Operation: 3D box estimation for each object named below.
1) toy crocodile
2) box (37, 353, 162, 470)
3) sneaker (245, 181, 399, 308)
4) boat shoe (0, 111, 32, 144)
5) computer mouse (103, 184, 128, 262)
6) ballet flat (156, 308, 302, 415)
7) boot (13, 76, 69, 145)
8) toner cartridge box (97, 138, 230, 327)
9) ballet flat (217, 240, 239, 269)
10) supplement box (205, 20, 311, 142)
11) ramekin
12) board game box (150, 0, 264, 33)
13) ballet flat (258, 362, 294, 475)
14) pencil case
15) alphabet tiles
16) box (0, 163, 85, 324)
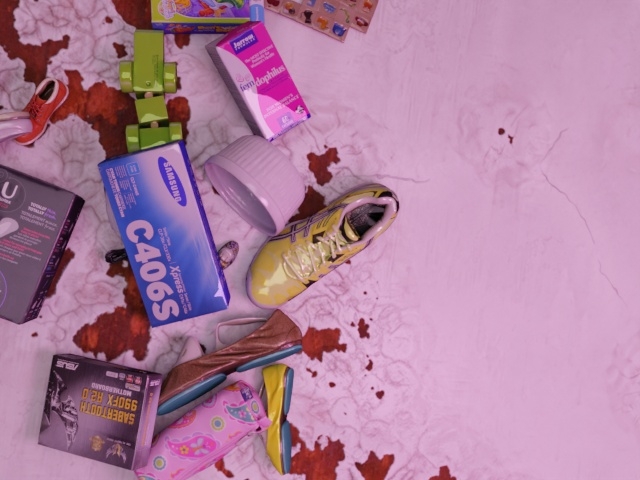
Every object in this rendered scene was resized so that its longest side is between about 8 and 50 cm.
[{"bbox_3d":[-0.348,-0.271,1.467,0.115,0.105,0.341,-5,84,-9],"label":"toy crocodile"},{"bbox_3d":[-0.436,0.333,1.396,0.231,0.056,0.183,8,86,21],"label":"box"},{"bbox_3d":[0.000,0.000,1.485,0.384,0.147,0.145,-40,96,-7],"label":"sneaker"},{"bbox_3d":[-0.698,-0.171,1.390,0.302,0.113,0.103,-16,96,7],"label":"boat shoe"},{"bbox_3d":[-0.410,-0.054,1.471,0.106,0.042,0.193,-12,90,-9],"label":"computer mouse"},{"bbox_3d":[-0.206,0.237,1.471,0.342,0.116,0.124,-25,72,-10],"label":"ballet flat"},{"bbox_3d":[-0.574,-0.263,1.430,0.059,0.084,0.158,34,85,-10],"label":"boot"},{"bbox_3d":[-0.306,-0.011,1.417,0.165,0.075,0.348,-15,105,0],"label":"toner cartridge box"},{"bbox_3d":[-0.213,0.047,1.502,0.041,0.041,0.114,43,82,-6],"label":"ballet flat"},{"bbox_3d":[-0.128,-0.326,1.456,0.111,0.114,0.220,-33,114,-8],"label":"supplement box"},{"bbox_3d":[-0.126,-0.118,1.443,0.207,0.207,0.109,46,73,-5],"label":"ramekin"},{"bbox_3d":[-0.243,-0.618,1.498,0.233,0.078,0.347,-3,89,-10],"label":"board game box"},{"bbox_3d":[-0.099,0.376,1.501,0.077,0.077,0.231,0,85,12],"label":"ballet flat"},{"bbox_3d":[-0.237,0.399,1.429,0.284,0.124,0.124,-33,94,0],"label":"pencil case"},{"bbox_3d":[0.014,-0.559,1.571,0.237,0.009,0.198,22,83,-9],"label":"alphabet tiles"},{"bbox_3d":[-0.595,0.008,1.386,0.165,0.143,0.270,22,85,-10],"label":"box"}]
